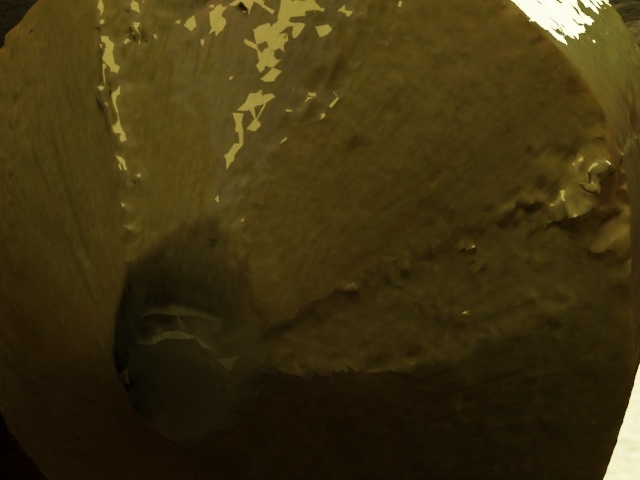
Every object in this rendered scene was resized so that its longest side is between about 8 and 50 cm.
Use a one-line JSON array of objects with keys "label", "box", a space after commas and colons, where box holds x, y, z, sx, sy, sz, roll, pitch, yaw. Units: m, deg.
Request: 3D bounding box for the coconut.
[{"label": "coconut", "box": [0.000, 0.000, 0.597, 0.239, 0.239, 0.244, -3, 18, 16]}]

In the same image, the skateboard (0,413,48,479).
[{"label": "skateboard", "box": [-0.136, 0.069, 0.735, 0.080, 0.067, 0.151, -10, 13, -32]}]
